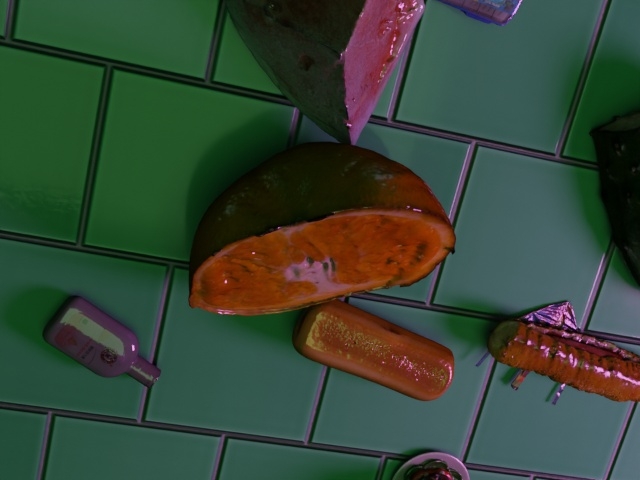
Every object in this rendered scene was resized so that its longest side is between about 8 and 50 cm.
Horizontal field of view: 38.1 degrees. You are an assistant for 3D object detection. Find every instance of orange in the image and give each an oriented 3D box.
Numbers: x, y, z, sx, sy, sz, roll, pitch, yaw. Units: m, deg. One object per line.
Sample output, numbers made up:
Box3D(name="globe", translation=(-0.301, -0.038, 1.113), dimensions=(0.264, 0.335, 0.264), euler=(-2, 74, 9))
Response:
Box3D(name="orange", translation=(0.002, -0.001, 1.156), dimensions=(0.310, 0.274, 0.274), euler=(14, 110, 24))

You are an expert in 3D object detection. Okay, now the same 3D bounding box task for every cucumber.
Box3D(name="cucumber", translation=(0.486, -0.028, 1.290), dimensions=(0.145, 0.105, 0.326), euler=(-18, 108, 2))

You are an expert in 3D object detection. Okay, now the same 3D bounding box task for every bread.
Box3D(name="bread", translation=(0.075, 0.155, 1.315), dimensions=(0.239, 0.074, 0.093), euler=(24, 87, -18))

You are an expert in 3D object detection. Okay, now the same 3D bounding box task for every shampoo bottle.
Box3D(name="shampoo bottle", translation=(-0.294, 0.147, 1.270), dimensions=(0.165, 0.040, 0.080), euler=(38, 98, -18))

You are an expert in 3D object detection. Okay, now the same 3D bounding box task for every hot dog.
Box3D(name="hot dog", translation=(0.379, 0.181, 1.370), dimensions=(0.288, 0.068, 0.083), euler=(17, 109, -19))

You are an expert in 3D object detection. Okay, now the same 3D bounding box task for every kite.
Box3D(name="kite", translation=(0.331, 0.157, 1.391), dimensions=(0.182, 0.010, 0.160), euler=(27, 99, -20))

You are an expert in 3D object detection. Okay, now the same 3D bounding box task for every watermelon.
Box3D(name="watermelon", translation=(0.025, -0.281, 1.112), dimensions=(0.256, 0.176, 0.260), euler=(32, 87, -30))

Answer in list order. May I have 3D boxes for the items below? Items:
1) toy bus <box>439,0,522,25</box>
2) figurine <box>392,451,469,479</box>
Box3D(name="toy bus", translation=(0.183, -0.324, 1.183), dimensions=(0.153, 0.051, 0.061), euler=(19, 117, -15))
Box3D(name="figurine", translation=(0.179, 0.407, 1.375), dimensions=(0.132, 0.154, 0.132), euler=(-3, 110, -8))
